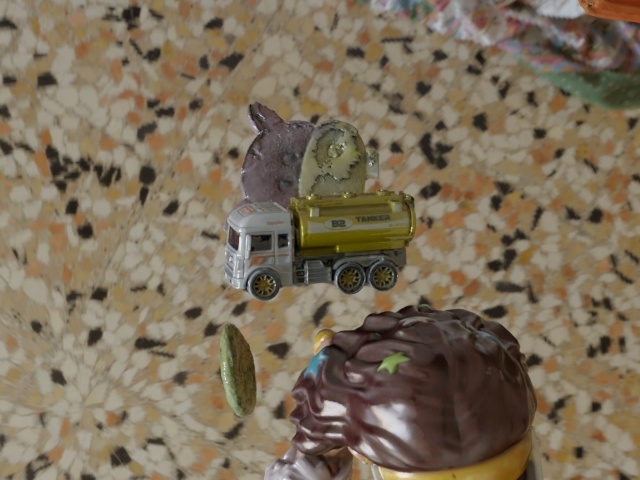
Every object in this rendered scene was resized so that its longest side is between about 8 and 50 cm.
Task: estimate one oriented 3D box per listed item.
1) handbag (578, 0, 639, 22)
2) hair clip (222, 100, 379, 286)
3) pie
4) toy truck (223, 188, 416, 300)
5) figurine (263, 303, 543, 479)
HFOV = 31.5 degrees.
[{"bbox_3d":[0.309,-0.328,1.135,0.303,0.410,0.116,4,120,-20],"label":"handbag"},{"bbox_3d":[-0.017,-0.047,1.140,0.146,0.056,0.187,9,75,-1],"label":"hair clip"},{"bbox_3d":[-0.073,0.109,0.973,0.021,0.084,0.084,-12,84,7],"label":"pie"},{"bbox_3d":[0.000,0.000,0.729,0.123,0.052,0.063,-4,102,-15],"label":"toy truck"},{"bbox_3d":[0.049,0.096,0.657,0.174,0.240,0.116,-9,90,-11],"label":"figurine"}]
